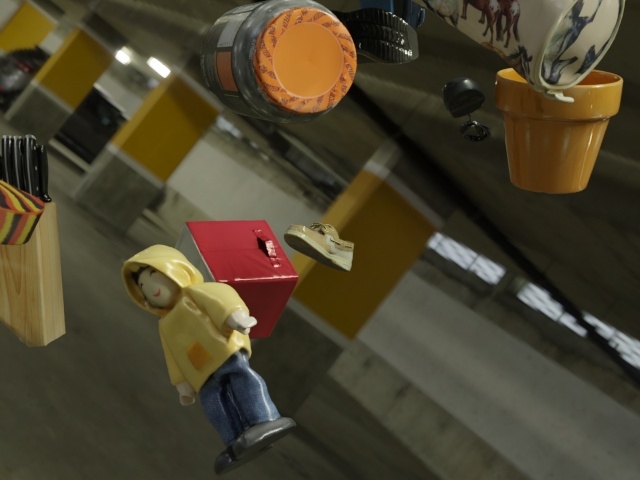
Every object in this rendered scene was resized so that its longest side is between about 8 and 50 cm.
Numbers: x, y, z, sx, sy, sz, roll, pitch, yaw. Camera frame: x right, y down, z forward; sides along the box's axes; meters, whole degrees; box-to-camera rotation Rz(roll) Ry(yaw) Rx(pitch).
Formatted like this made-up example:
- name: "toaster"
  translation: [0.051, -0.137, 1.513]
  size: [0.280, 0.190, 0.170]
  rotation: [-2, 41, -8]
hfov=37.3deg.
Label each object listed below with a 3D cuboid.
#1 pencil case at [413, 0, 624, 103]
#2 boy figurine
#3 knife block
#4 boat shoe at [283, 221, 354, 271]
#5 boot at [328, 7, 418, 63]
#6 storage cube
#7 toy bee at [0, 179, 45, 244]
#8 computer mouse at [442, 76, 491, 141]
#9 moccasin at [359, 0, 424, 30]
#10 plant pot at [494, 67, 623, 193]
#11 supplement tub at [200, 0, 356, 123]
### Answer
- name: "pencil case"
  translation: [0.184, -0.342, 1.203]
  size: [0.410, 0.183, 0.160]
  rotation: [40, 40, 26]
- name: "boy figurine"
  translation: [-0.134, 0.119, 1.105]
  size: [0.092, 0.177, 0.285]
  rotation: [-15, 69, -45]
- name: "knife block"
  translation: [-0.439, -0.012, 1.430]
  size: [0.276, 0.242, 0.088]
  rotation: [43, 10, -1]
- name: "boat shoe"
  translation: [0.000, 0.000, 1.196]
  size: [0.050, 0.045, 0.135]
  rotation: [13, -11, 31]
- name: "boot"
  translation: [0.025, -0.271, 1.336]
  size: [0.198, 0.076, 0.137]
  rotation: [4, -13, -31]
- name: "storage cube"
  translation: [-0.192, 0.082, 1.970]
  size: [0.193, 0.215, 0.183]
  rotation: [-2, 45, -34]
- name: "toy bee"
  translation: [-0.501, -0.070, 1.156]
  size: [0.299, 0.195, 0.162]
  rotation: [10, 15, 6]
- name: "computer mouse"
  translation: [0.269, -0.239, 1.733]
  size: [0.242, 0.071, 0.041]
  rotation: [44, 25, -65]
- name: "moccasin"
  translation: [0.126, -0.478, 1.612]
  size: [0.138, 0.117, 0.342]
  rotation: [43, -24, 22]
- name: "plant pot"
  translation: [0.393, -0.185, 1.598]
  size: [0.205, 0.187, 0.205]
  rotation: [1, 19, 0]
- name: "supplement tub"
  translation: [-0.041, -0.172, 0.912]
  size: [0.117, 0.117, 0.190]
  rotation: [39, -4, -22]
